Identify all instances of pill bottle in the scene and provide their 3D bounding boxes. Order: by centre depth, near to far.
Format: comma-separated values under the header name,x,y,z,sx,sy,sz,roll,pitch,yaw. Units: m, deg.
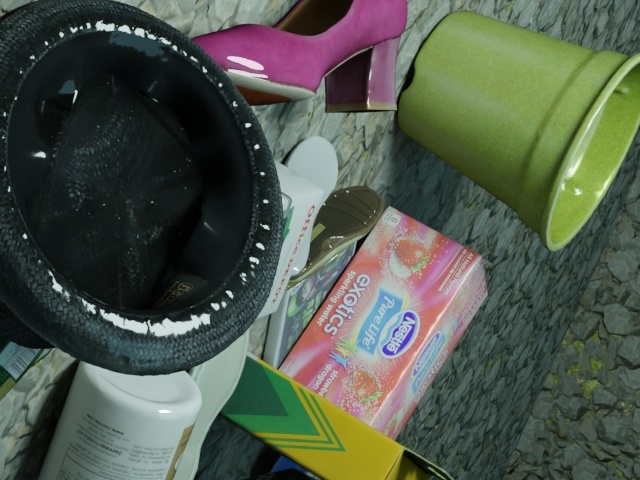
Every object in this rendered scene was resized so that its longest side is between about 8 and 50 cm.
name,x,y,z,sx,sy,sz,roll,pitch,yaw
pill bottle,-0.216,0.234,1.702,0.131,0.131,0.229,-19,135,-63

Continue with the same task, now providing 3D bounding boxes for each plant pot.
name,x,y,z,sx,sy,sz,roll,pitch,yaw
plant pot,0.248,-0.163,2.137,0.276,0.254,0.276,-51,159,-29

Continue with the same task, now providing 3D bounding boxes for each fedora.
name,x,y,z,sx,sy,sz,roll,pitch,yaw
fedora,-0.186,-0.028,1.325,0.152,0.334,0.334,-31,-177,40

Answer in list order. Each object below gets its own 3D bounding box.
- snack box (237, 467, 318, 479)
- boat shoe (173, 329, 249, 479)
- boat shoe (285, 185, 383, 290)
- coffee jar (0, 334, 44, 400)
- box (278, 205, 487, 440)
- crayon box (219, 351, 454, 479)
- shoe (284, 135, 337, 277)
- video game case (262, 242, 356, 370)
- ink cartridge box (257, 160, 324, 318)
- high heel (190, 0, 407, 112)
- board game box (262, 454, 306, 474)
name,x,y,z,sx,sy,sz,roll,pitch,yaw
snack box,-0.147,0.383,1.922,0.322,0.060,0.187,-8,107,-36
boat shoe,-0.157,0.183,1.855,0.095,0.079,0.255,26,84,-55
boat shoe,0.000,0.000,2.044,0.190,0.068,0.072,-34,161,-34
coffee jar,-0.313,0.128,1.361,0.184,0.096,0.079,-55,157,-16
box,0.081,0.131,2.210,0.300,0.154,0.142,-55,160,-16
crayon box,0.006,0.238,1.977,0.083,0.323,0.203,-58,160,-7
shoe,-0.037,-0.031,1.903,0.081,0.063,0.178,-28,-139,59
video game case,-0.012,0.073,2.161,0.173,0.022,0.190,-42,153,-43
ink cartridge box,-0.102,0.008,1.733,0.219,0.092,0.160,-19,135,-62
high heel,-0.033,-0.221,1.638,0.377,0.127,0.181,-3,91,-63
board game box,-0.044,0.305,2.393,0.168,0.033,0.133,-37,155,-39
